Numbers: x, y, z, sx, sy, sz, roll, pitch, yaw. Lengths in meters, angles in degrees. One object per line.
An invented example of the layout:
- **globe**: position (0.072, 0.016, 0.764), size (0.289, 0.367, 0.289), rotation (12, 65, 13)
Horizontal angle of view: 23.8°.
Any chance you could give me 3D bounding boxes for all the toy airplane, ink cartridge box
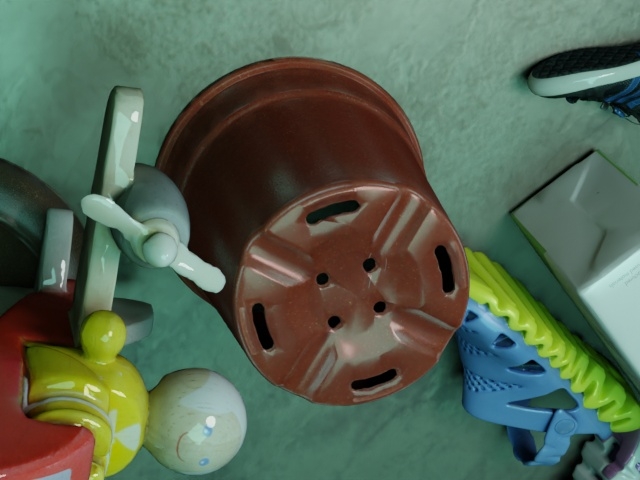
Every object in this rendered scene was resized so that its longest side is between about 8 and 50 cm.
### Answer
- **toy airplane**: position (-0.189, 0.122, 1.249), size (0.272, 0.384, 0.386), rotation (13, 152, 5)
- **ink cartridge box**: position (0.354, 0.100, 1.508), size (0.119, 0.207, 0.353), rotation (-37, 115, 4)

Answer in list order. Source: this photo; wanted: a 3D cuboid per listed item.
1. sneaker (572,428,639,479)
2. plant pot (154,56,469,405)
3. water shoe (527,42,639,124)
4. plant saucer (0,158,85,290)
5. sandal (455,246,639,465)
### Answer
- **sneaker**: position (0.297, 0.306, 1.642), size (0.104, 0.095, 0.236), rotation (32, 100, -30)
- **plant pot**: position (0.000, 0.000, 1.354), size (0.272, 0.265, 0.272), rotation (-5, 111, -12)
- **water shoe**: position (0.302, -0.146, 1.475), size (0.203, 0.073, 0.080), rotation (-10, 115, -9)
- **plant saucer**: position (-0.357, 0.067, 1.416), size (0.310, 0.050, 0.310), rotation (-4, 111, -11)
- **sandal**: position (0.194, 0.130, 1.522), size (0.138, 0.126, 0.317), rotation (-41, 120, 12)
